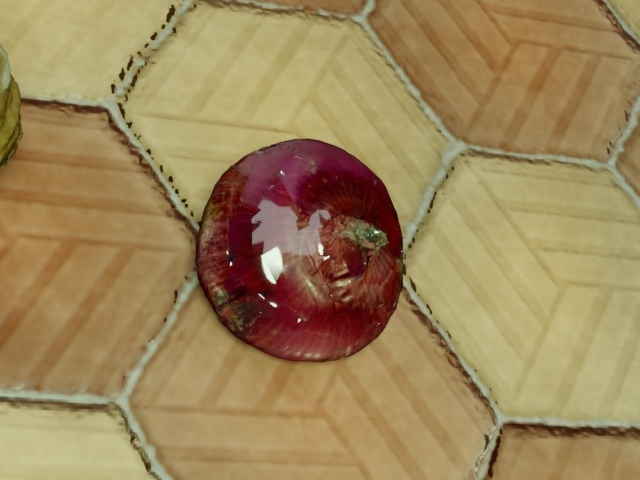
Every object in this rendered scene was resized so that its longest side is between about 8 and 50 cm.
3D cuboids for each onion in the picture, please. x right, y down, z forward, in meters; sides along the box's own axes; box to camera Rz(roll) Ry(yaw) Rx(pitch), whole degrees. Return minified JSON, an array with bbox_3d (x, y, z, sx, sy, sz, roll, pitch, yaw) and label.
[{"bbox_3d":[0.000,0.000,0.897,0.150,0.140,0.150,5,76,-19],"label":"onion"}]

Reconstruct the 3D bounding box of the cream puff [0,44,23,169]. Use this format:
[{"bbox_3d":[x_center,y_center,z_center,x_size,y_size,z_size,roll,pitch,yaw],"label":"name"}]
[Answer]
[{"bbox_3d":[-0.265,-0.085,0.856,0.165,0.115,0.150,33,60,-12],"label":"cream puff"}]
